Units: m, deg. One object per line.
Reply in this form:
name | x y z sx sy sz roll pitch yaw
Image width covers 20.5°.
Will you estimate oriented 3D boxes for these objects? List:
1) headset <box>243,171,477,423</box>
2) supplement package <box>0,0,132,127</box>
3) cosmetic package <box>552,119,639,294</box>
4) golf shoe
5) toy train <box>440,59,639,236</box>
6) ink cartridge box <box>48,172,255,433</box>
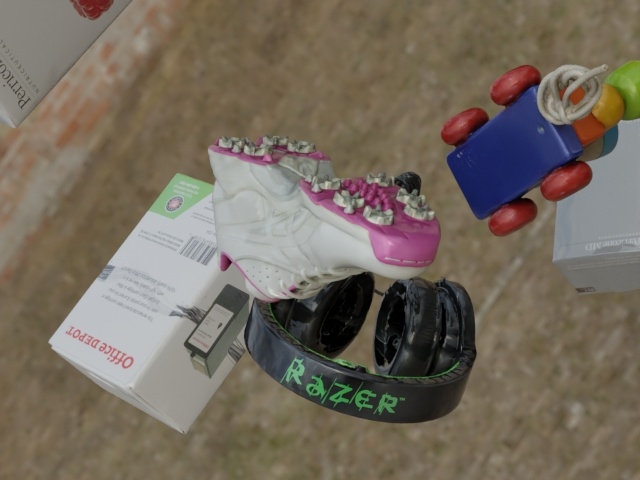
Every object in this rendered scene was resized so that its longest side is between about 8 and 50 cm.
headset | 0.060 0.060 1.935 0.394 0.243 0.185 -66 -6 -69
supplement package | -0.231 -0.265 1.368 0.175 0.177 0.293 25 69 40
cosmetic package | 0.364 -0.060 2.172 0.127 0.107 0.238 -10 55 28
golf shoe | 0.000 0.000 1.537 0.306 0.115 0.140 28 113 56
toy train | 0.210 -0.101 1.373 0.143 0.105 0.248 -24 -7 -29
ink cartridge box | -0.170 0.072 2.143 0.198 0.115 0.273 20 70 51
